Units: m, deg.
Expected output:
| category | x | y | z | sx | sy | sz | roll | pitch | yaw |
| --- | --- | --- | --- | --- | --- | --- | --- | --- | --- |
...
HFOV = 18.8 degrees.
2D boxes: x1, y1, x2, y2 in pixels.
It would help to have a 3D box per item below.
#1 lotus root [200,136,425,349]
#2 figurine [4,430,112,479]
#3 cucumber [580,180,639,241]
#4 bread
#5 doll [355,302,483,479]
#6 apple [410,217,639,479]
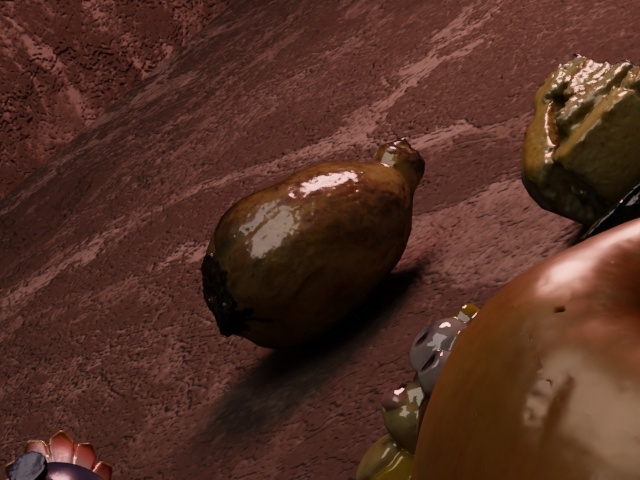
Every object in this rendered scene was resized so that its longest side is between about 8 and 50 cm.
| category | x | y | z | sx | sy | sz | roll | pitch | yaw |
| --- | --- | --- | --- | --- | --- | --- | --- | --- | --- |
| lotus root | 0.000 | 0.000 | 1.513 | 0.214 | 0.138 | 0.138 | -37 | 16 | -6 |
| figurine | -0.193 | 0.193 | 1.379 | 0.102 | 0.111 | 0.195 | -55 | 16 | 5 |
| cucumber | 0.262 | -0.049 | 1.251 | 0.211 | 0.062 | 0.078 | -43 | -6 | -1 |
| bread | 0.192 | -0.060 | 1.358 | 0.110 | 0.103 | 0.156 | -50 | 13 | -7 |
| doll | 0.077 | 0.108 | 1.109 | 0.188 | 0.096 | 0.145 | -49 | 11 | -11 |
| apple | 0.151 | 0.109 | 0.648 | 0.242 | 0.241 | 0.242 | -12 | 33 | 8 |
